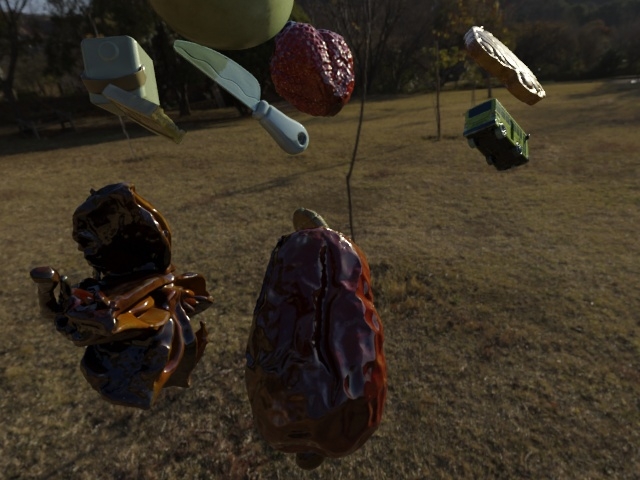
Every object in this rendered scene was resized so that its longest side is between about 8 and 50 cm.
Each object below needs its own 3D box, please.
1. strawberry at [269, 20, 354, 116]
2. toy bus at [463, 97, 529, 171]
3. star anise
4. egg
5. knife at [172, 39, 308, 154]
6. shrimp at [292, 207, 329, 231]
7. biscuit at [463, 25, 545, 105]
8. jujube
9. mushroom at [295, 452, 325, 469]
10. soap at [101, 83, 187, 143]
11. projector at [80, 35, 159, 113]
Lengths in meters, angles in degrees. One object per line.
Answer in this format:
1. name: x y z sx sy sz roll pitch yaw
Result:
1. strawberry: -0.018 -0.471 1.206 0.250 0.238 0.288 -16 65 -35
2. toy bus: 0.425 -0.249 1.010 0.088 0.175 0.101 -16 55 46
3. star anise: -0.180 0.050 0.406 0.125 0.220 0.190 -3 37 10
4. egg: -0.153 -0.419 0.671 0.218 0.219 0.295 4 11 24
5. knife: -0.144 -0.295 0.855 0.044 0.331 0.080 -1 58 49
6. shrimp: 0.001 0.000 1.469 0.145 0.267 0.061 -40 10 46
7. biscuit: 0.567 -0.541 1.293 0.312 0.057 0.351 48 38 7
8. jujube: 0.001 0.145 0.650 0.216 0.342 0.216 -1 -17 0
9. mushroom: -0.030 0.753 1.496 0.127 0.127 0.087 -18 32 -21
10. soap: -0.402 -0.288 0.951 0.252 0.092 0.037 29 76 36
11. projector: -0.578 -0.473 1.230 0.163 0.177 0.242 -8 9 -5
